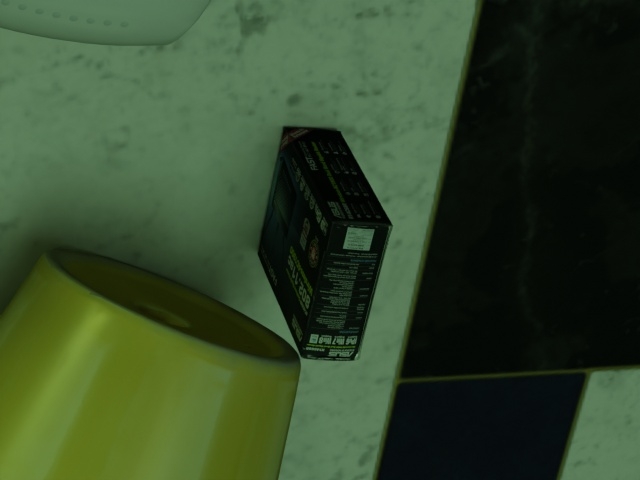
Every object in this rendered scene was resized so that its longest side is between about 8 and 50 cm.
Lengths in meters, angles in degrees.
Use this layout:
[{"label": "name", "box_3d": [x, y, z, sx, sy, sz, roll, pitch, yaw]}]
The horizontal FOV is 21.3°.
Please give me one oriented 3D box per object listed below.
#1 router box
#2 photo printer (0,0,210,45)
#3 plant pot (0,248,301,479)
[{"label": "router box", "box_3d": [0.000, 0.000, 1.005, 0.038, 0.122, 0.092, 3, 119, -17]}, {"label": "photo printer", "box_3d": [-0.122, -0.247, 0.809, 0.256, 0.107, 0.307, 18, 113, -29]}, {"label": "plant pot", "box_3d": [-0.131, 0.144, 0.989, 0.254, 0.254, 0.239, 20, 96, -30]}]
